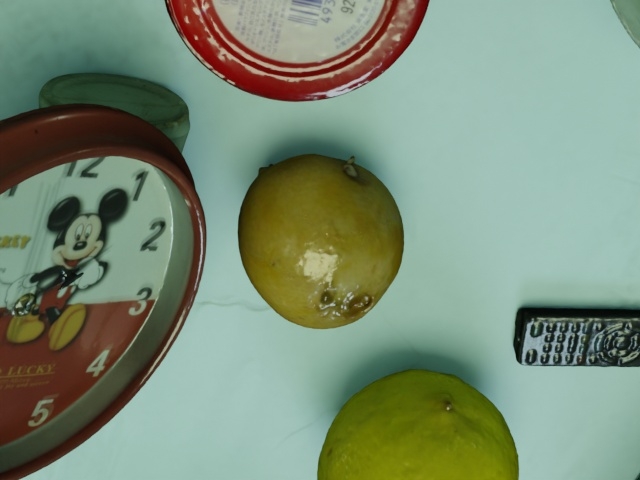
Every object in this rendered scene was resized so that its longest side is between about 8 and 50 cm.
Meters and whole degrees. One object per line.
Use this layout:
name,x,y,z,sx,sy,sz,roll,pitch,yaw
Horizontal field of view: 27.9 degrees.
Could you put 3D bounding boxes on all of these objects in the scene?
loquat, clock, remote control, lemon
loquat,0.000,0.000,1.029,0.141,0.141,0.141,0,122,-1
clock,-0.216,0.043,0.923,0.318,0.080,0.318,-33,144,-29
remote control,0.297,0.087,1.156,0.245,0.025,0.063,2,123,-3
lemon,0.084,0.213,1.144,0.178,0.178,0.203,9,123,-7

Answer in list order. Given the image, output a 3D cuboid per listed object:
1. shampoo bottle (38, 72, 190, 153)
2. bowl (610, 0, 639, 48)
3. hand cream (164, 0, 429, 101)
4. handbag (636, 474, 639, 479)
shampoo bottle,-0.183,-0.013,1.044,0.118,0.087,0.234,1,125,-24
bowl,0.329,-0.255,0.867,0.313,0.146,0.313,0,124,-1
hand cream,-0.016,-0.203,0.908,0.193,0.125,0.193,1,123,1
handbag,0.335,0.298,1.167,0.089,0.238,0.326,21,120,-9
